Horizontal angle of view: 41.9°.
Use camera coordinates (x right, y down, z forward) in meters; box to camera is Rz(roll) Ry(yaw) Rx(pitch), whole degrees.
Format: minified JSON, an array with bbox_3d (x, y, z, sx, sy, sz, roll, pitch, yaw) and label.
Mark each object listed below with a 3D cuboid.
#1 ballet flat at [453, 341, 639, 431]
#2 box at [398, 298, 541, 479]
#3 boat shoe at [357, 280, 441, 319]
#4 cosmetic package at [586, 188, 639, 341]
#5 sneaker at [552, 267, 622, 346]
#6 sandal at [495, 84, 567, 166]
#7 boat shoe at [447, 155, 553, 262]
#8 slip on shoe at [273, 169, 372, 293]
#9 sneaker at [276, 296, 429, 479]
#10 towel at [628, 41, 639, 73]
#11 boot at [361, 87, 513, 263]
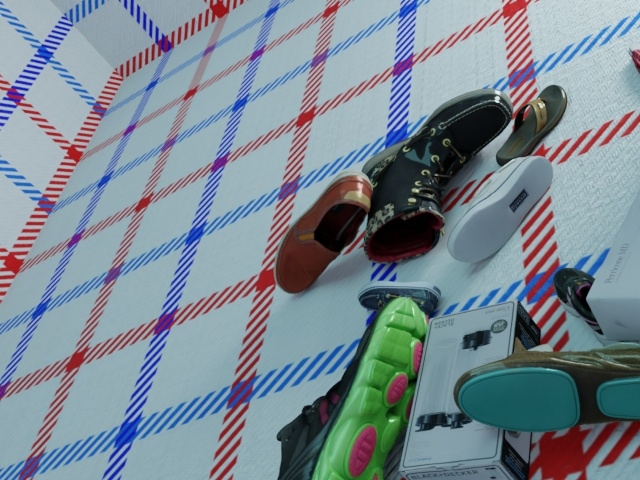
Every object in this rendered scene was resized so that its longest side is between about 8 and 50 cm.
[{"bbox_3d":[0.356,0.186,1.133,0.342,0.116,0.124,-8,22,16],"label":"ballet flat"},{"bbox_3d":[0.233,0.241,1.274,0.169,0.087,0.290,-18,37,34],"label":"box"},{"bbox_3d":[0.133,0.124,1.559,0.183,0.065,0.083,-8,42,42],"label":"boat shoe"},{"bbox_3d":[0.578,-0.018,1.168,0.284,0.097,0.377,-1,41,45],"label":"cosmetic package"},{"bbox_3d":[0.412,0.083,1.285,0.072,0.077,0.178,-39,30,2],"label":"sneaker"},{"bbox_3d":[0.425,-0.243,1.705,0.219,0.060,0.090,-48,31,-11],"label":"sandal"},{"bbox_3d":[0.321,-0.065,1.563,0.267,0.096,0.088,-48,27,-14],"label":"boat shoe"},{"bbox_3d":[0.000,0.000,1.736,0.331,0.123,0.101,-52,24,32],"label":"slip on shoe"},{"bbox_3d":[0.035,0.285,1.350,0.202,0.185,0.483,2,50,44],"label":"sneaker"},{"bbox_3d":[0.715,-0.335,1.521,0.237,0.037,0.329,-28,33,20],"label":"towel"},{"bbox_3d":[0.231,-0.127,1.699,0.377,0.138,0.284,-28,31,28],"label":"boot"}]
